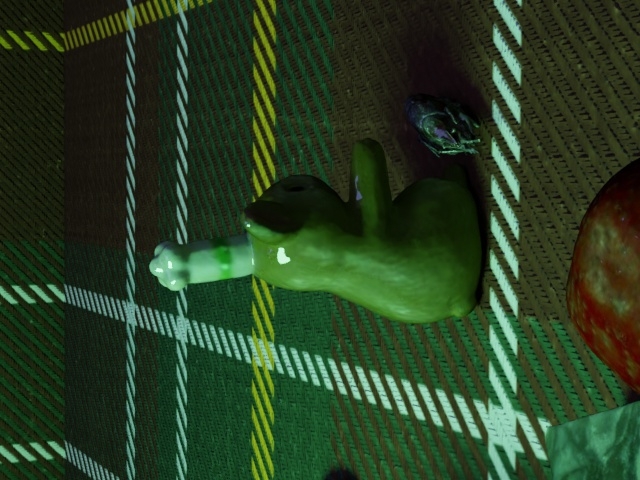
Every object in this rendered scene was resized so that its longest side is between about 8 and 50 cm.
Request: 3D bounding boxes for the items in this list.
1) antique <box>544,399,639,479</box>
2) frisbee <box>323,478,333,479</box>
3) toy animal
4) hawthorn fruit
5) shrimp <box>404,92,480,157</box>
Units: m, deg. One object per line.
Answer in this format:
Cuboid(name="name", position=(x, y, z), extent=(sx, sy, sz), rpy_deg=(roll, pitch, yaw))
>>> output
Cuboid(name="antique", position=(0.291, 0.186, 1.134), extent=(0.183, 0.086, 0.088), rpy_deg=(-32, 63, 56))
Cuboid(name="frisbee", position=(0.025, 0.419, 1.754), extent=(0.192, 0.035, 0.192), rpy_deg=(180, 90, -65))
Cuboid(name="toy animal", position=(0.006, -0.014, 1.446), extent=(0.181, 0.363, 0.180), rpy_deg=(129, 149, -47))
Cuboid(name="hawthorn fruit", position=(0.308, 0.041, 0.994), extent=(0.249, 0.215, 0.215), rpy_deg=(49, 133, 43))
Cuboid(name="shrimp", position=(0.142, -0.127, 1.467), extent=(0.056, 0.065, 0.165), rpy_deg=(-64, 36, 21))
